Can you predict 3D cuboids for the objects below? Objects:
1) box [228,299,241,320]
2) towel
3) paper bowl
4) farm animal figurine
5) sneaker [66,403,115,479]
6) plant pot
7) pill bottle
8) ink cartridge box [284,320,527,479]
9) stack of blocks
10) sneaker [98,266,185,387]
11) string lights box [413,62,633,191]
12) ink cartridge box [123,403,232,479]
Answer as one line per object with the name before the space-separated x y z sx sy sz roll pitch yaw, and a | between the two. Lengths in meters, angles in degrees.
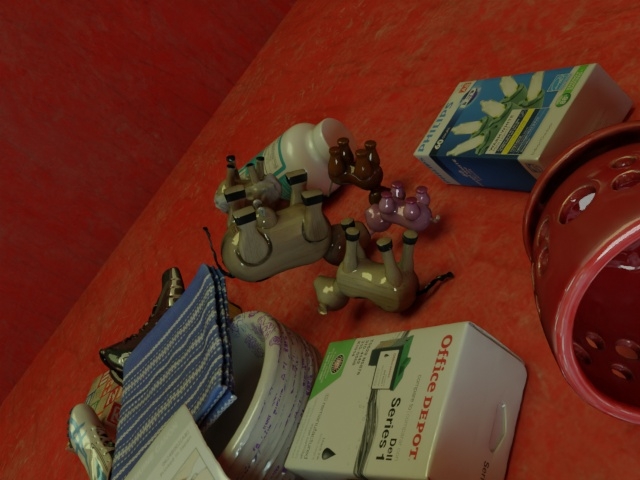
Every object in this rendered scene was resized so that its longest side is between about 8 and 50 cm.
box | -0.181 0.174 1.175 0.058 0.087 0.232 -50 25 11
towel | -0.210 0.185 0.908 0.243 0.040 0.336 -48 23 11
paper bowl | -0.099 0.244 0.851 0.284 0.148 0.284 -41 26 26
farm animal figurine | 0.000 0.000 0.967 0.327 0.172 0.330 -6 34 1
sneaker | -0.382 0.385 1.177 0.086 0.085 0.237 -38 57 4
plant pot | 0.247 0.013 0.495 0.191 0.191 0.174 -43 21 21
pill bottle | -0.051 -0.128 1.281 0.264 0.146 0.146 -31 32 39
ink cartridge box | 0.082 0.180 0.679 0.219 0.092 0.160 -21 39 51
stack of blocks | -0.374 0.314 1.327 0.297 0.087 0.171 -36 29 33
sneaker | -0.321 0.164 1.213 0.162 0.106 0.281 -9 43 -8
string lights box | 0.243 -0.137 0.845 0.133 0.077 0.260 -57 24 -7
ink cartridge box | -0.119 0.394 0.622 0.308 0.091 0.385 -53 42 1
